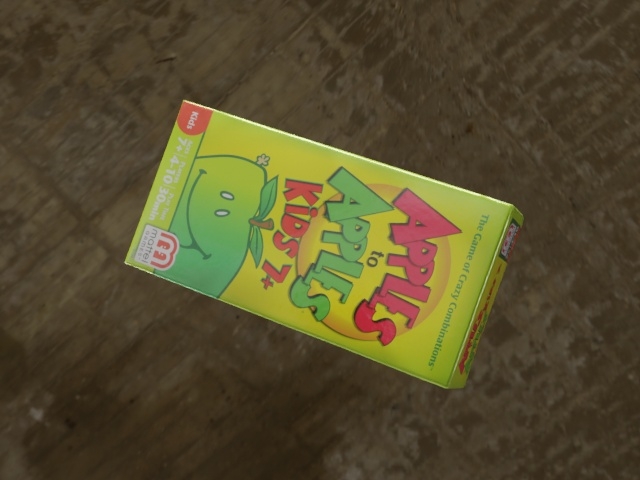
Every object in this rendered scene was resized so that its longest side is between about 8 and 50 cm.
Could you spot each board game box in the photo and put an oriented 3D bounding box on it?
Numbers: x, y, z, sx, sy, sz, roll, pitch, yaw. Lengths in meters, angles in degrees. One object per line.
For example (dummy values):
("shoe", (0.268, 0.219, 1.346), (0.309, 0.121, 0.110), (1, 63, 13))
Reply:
("board game box", (0.000, 0.000, 0.551), (0.181, 0.043, 0.092), (19, -91, 19))
